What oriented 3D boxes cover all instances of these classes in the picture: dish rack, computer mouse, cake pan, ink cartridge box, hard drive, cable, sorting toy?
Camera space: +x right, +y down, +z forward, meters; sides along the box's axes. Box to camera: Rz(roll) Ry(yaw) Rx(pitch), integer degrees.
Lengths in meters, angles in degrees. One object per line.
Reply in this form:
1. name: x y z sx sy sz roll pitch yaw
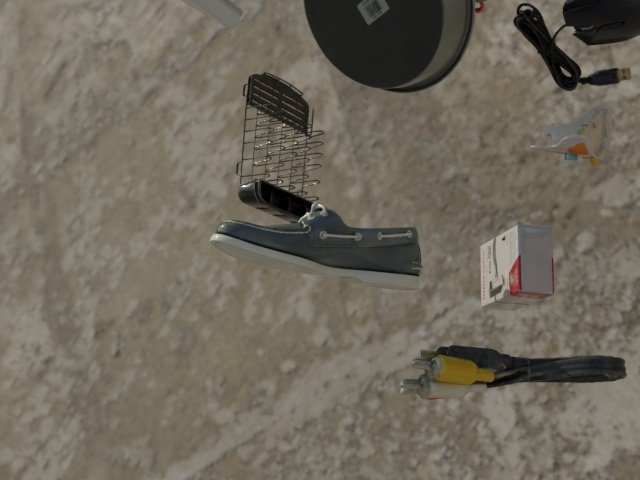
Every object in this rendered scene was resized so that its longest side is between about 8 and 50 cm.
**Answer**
1. dish rack: -0.065 -0.169 2.006 0.074 0.208 0.272 -7 72 35
2. computer mouse: 0.423 -0.292 1.574 0.262 0.184 0.060 -14 42 35
3. cake pan: 0.089 -0.352 1.609 0.293 0.293 0.054 -8 17 43
4. ink cartridge box: 0.281 0.041 1.576 0.135 0.056 0.099 137 136 -69
5. hard drive: -0.285 -0.462 1.769 0.040 0.307 0.203 -56 40 4
6. cable: 0.244 0.185 1.417 0.139 0.287 0.072 101 176 -64
7. sorting toy: 0.268 -0.110 1.184 0.075 0.045 0.083 3 30 34

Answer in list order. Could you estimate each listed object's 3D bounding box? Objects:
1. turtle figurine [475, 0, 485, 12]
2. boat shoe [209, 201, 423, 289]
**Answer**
1. turtle figurine: 0.220 -0.468 1.930 0.234 0.175 0.118 12 72 5
2. boat shoe: 0.000 0.000 1.531 0.116 0.319 0.099 174 107 -66
